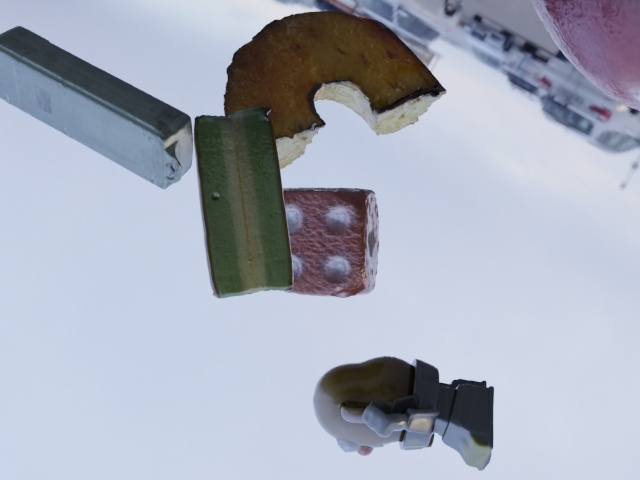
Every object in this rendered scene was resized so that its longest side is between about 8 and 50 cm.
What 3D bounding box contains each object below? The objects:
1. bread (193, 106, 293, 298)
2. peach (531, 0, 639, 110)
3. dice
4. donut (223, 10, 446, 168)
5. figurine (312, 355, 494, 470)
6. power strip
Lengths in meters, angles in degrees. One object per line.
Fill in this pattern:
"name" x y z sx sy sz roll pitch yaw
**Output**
"bread" -0.065 -0.033 0.794 0.074 0.139 0.084 -6 -154 -8
"peach" 0.304 -0.282 0.827 0.338 0.281 0.281 65 -159 7
"dice" 0.000 0.000 1.531 0.179 0.174 0.175 0 -174 9
"donut" -0.003 -0.178 1.058 0.259 0.101 0.152 -18 -109 -17
"figurine" 0.129 0.274 1.528 0.284 0.167 0.342 12 158 -1
"power strip" -0.236 -0.138 0.961 0.272 0.078 0.052 28 -131 20
